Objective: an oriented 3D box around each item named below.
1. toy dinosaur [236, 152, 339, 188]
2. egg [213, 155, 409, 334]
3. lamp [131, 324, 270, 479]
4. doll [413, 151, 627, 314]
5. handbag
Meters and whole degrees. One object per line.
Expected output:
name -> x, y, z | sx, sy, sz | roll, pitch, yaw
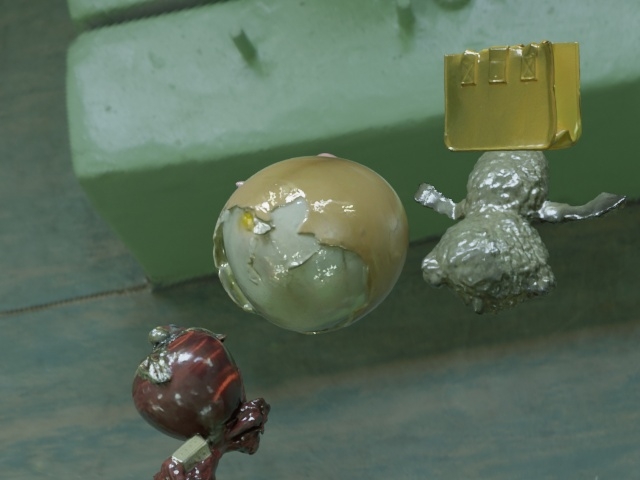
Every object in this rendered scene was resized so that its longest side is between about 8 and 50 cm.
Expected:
toy dinosaur -> -0.056, -0.060, 1.665 | 0.194, 0.152, 0.177 | 10, 85, 39
egg -> 0.000, 0.000, 1.214 | 0.201, 0.244, 0.201 | 15, 115, 34
lamp -> -0.177, 0.219, 1.456 | 0.223, 0.151, 0.215 | 37, 46, 19
doll -> 0.183, -0.060, 1.077 | 0.202, 0.091, 0.286 | -13, 57, 3
handbag -> 0.105, -0.080, 0.598 | 0.083, 0.027, 0.061 | 6, 101, 48
